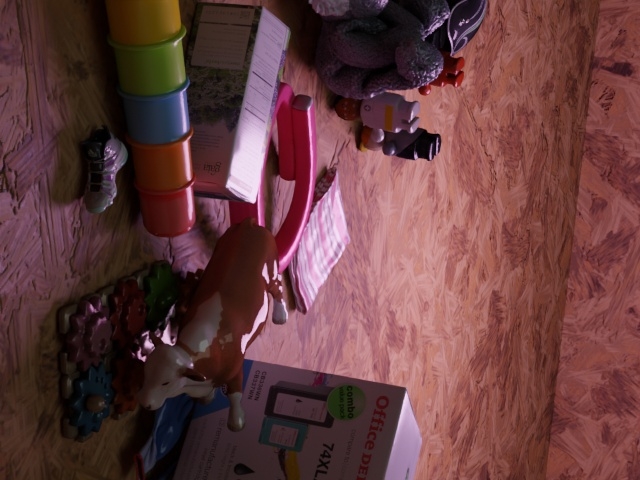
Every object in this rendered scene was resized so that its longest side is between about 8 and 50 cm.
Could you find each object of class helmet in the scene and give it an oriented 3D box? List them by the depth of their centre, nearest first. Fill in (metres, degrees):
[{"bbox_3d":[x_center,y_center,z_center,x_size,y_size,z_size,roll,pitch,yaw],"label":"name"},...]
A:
[{"bbox_3d":[0.194,-0.390,2.477,0.161,0.169,0.169,-61,150,-24],"label":"helmet"}]

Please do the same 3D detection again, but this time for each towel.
[{"bbox_3d":[0.000,0.000,2.304,0.197,0.029,0.144,-58,147,-45],"label":"towel"}]

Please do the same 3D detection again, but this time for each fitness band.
[{"bbox_3d":[-0.063,-0.080,2.063,0.290,0.054,0.209,86,22,-46],"label":"fitness band"}]

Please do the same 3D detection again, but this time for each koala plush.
[{"bbox_3d":[0.049,-0.333,2.159,0.221,0.203,0.196,56,29,-37],"label":"koala plush"}]

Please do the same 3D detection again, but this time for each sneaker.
[{"bbox_3d":[-0.252,-0.085,1.692,0.069,0.038,0.098,62,32,-51],"label":"sneaker"}]

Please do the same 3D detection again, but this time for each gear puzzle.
[{"bbox_3d":[-0.206,0.120,1.842,0.339,0.044,0.175,-30,124,-62],"label":"gear puzzle"}]

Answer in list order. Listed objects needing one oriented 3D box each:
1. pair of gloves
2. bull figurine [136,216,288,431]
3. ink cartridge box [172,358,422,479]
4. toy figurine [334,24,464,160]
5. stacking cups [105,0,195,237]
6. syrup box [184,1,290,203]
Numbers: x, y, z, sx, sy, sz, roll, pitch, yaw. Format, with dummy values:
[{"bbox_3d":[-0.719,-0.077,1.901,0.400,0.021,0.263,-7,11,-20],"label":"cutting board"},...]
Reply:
[{"bbox_3d":[-0.197,0.276,1.929,0.159,0.023,0.198,-56,150,-49],"label":"pair of gloves"},{"bbox_3d":[-0.123,0.115,1.874,0.188,0.101,0.310,82,27,-46],"label":"bull figurine"},{"bbox_3d":[-0.023,0.293,1.993,0.197,0.270,0.198,71,30,-60],"label":"ink cartridge box"},{"bbox_3d":[0.117,-0.242,2.373,0.213,0.148,0.209,38,68,-66],"label":"toy figurine"},{"bbox_3d":[-0.192,-0.150,1.744,0.096,0.096,0.316,-47,140,-54],"label":"stacking cups"},{"bbox_3d":[-0.118,-0.172,1.899,0.096,0.093,0.236,29,70,-66],"label":"syrup box"}]
